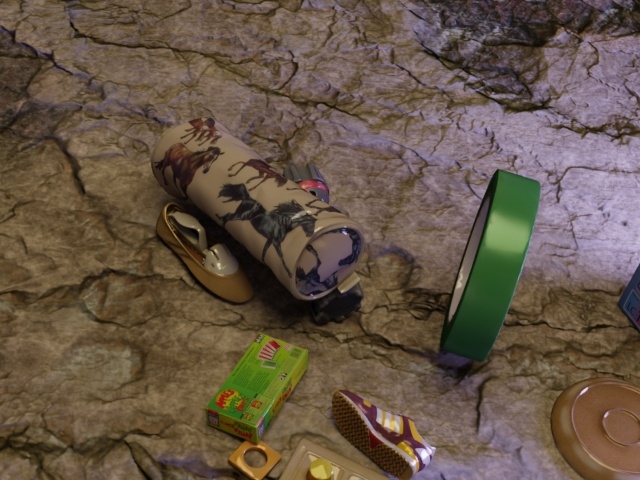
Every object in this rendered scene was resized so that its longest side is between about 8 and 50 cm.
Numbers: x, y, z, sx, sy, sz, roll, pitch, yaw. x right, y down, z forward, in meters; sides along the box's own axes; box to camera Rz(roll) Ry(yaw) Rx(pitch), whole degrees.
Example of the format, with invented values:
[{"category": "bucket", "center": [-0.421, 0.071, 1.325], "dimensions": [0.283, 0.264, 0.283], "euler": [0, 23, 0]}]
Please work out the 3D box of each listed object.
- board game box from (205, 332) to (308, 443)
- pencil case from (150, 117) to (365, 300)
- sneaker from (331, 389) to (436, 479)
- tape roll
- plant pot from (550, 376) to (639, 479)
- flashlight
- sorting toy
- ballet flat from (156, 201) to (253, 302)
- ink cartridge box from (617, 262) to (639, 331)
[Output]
[{"category": "board game box", "center": [-0.100, 0.236, 2.024], "dimensions": [0.092, 0.043, 0.181], "euler": [18, 45, 20]}, {"category": "pencil case", "center": [-0.106, -0.056, 2.155], "dimensions": [0.410, 0.183, 0.160], "euler": [37, 91, 32]}, {"category": "sneaker", "center": [0.100, 0.302, 2.017], "dimensions": [0.185, 0.069, 0.084], "euler": [44, 44, 17]}, {"category": "tape roll", "center": [0.285, 0.042, 2.118], "dimensions": [0.077, 0.321, 0.321], "euler": [18, 47, 3]}, {"category": "plant pot", "center": [0.507, 0.321, 2.116], "dimensions": [0.236, 0.032, 0.236], "euler": [7, 47, -7]}, {"category": "flashlight", "center": [0.000, 0.000, 2.237], "dimensions": [0.103, 0.103, 0.304], "euler": [-5, 49, -21]}, {"category": "sorting toy", "center": [0.016, 0.400, 1.912], "dimensions": [0.347, 0.047, 0.196], "euler": [24, 47, 9]}, {"category": "ballet flat", "center": [-0.204, 0.019, 2.187], "dimensions": [0.232, 0.073, 0.080], "euler": [39, 49, 21]}, {"category": "ink cartridge box", "center": [0.701, 0.063, 2.149], "dimensions": [0.151, 0.395, 0.270], "euler": [-16, 54, -26]}]
